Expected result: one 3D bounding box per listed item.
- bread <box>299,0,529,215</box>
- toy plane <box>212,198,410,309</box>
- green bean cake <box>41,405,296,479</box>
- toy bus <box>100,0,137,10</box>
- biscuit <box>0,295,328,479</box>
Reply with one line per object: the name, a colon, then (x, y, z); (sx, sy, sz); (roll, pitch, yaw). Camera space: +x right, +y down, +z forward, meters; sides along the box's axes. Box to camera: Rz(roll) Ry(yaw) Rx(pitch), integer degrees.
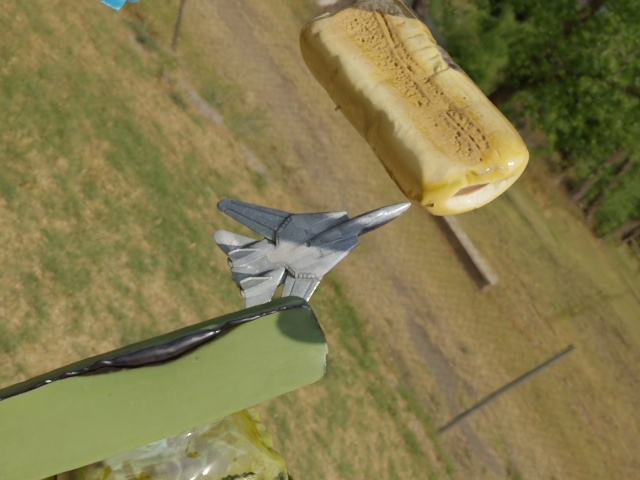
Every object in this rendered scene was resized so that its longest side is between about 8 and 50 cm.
bread: (0.092, -0.148, 0.923); (0.305, 0.142, 0.091); (59, -10, 32)
toy plane: (-0.001, 0.003, 1.187); (0.088, 0.267, 0.212); (110, -42, -72)
green bean cake: (-0.206, 0.256, 1.035); (0.309, 0.202, 0.285); (-8, 38, -27)
toy bus: (-0.191, -0.384, 1.006); (0.113, 0.246, 0.134); (24, 51, -49)
biscuit: (-0.149, 0.125, 0.714); (0.038, 0.322, 0.099); (-129, -156, -57)
